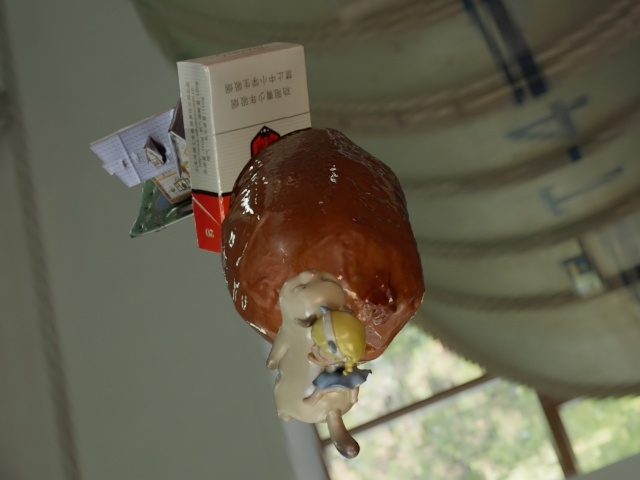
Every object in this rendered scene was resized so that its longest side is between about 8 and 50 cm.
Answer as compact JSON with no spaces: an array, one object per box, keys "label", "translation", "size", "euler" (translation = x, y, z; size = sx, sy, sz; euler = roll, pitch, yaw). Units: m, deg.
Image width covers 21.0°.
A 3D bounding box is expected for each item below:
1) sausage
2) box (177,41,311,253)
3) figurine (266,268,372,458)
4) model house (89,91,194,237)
[{"label":"sausage","translation":[-0.002,-0.002,1.147],"size":[0.258,0.133,0.133],"euler":[-91,-25,-69]},{"label":"box","translation":[-0.055,-0.075,1.370],"size":[0.048,0.100,0.152],"euler":[17,117,50]},{"label":"figurine","translation":[0.005,0.058,0.827],"size":[0.050,0.047,0.083],"euler":[32,134,51]},{"label":"model house","translation":[-0.120,-0.088,1.537],"size":[0.088,0.167,0.117],"euler":[53,-148,-31]}]
